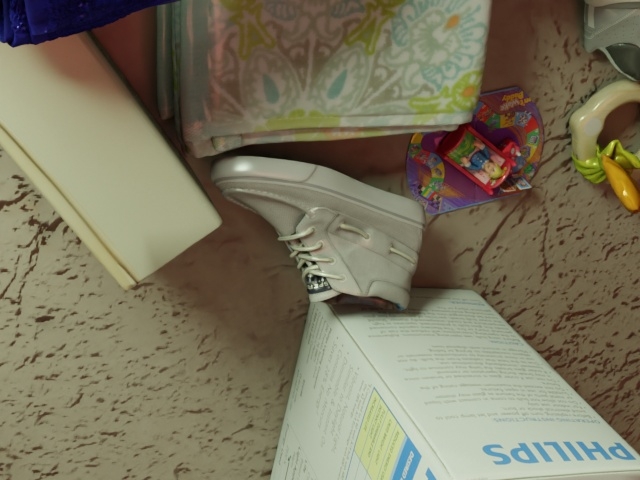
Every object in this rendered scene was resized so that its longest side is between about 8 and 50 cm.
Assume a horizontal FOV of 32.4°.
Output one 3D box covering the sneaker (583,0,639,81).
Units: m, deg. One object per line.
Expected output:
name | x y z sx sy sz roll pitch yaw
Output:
sneaker | 0.389 -0.228 1.170 0.228 0.086 0.132 4 134 9

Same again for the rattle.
rattle | 0.387 -0.123 1.214 0.199 0.143 0.130 -18 103 -6

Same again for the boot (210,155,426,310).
boot | 0.000 0.000 1.108 0.258 0.095 0.123 15 77 -32

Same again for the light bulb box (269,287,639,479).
light bulb box | 0.114 0.284 1.171 0.225 0.361 0.358 2 115 -23

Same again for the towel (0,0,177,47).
towel | -0.090 -0.263 0.789 0.308 0.076 0.228 -25 146 -31

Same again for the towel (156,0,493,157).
towel | 0.011 -0.265 1.012 0.320 0.090 0.375 -7 119 -21

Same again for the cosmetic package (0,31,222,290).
cosmetic package | -0.223 -0.123 0.943 0.113 0.160 0.309 -36 122 -1

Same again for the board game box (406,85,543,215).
board game box | 0.177 -0.092 1.200 0.168 0.033 0.133 -14 120 -16
